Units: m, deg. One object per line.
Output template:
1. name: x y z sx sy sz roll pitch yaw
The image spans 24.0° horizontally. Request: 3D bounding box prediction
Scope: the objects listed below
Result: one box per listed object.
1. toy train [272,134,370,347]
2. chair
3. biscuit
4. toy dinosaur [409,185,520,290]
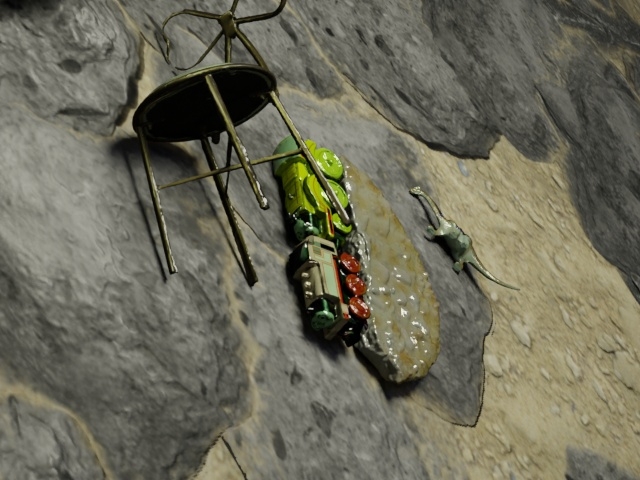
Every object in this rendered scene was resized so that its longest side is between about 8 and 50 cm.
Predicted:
1. toy train: 0.000 0.000 1.583 0.085 0.053 0.250 19 43 -33
2. chair: -0.105 -0.129 1.470 0.170 0.159 0.326 9 56 -52
3. biscuit: 0.078 0.047 1.655 0.141 0.038 0.290 27 40 -40
4. toy dinosaur: 0.168 0.005 1.830 0.180 0.037 0.058 53 34 1
